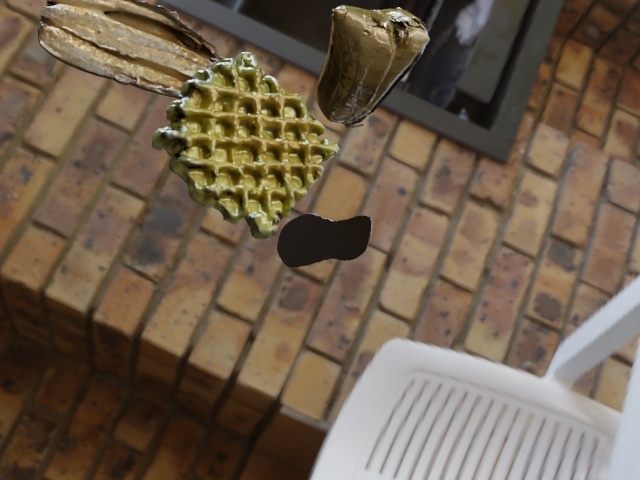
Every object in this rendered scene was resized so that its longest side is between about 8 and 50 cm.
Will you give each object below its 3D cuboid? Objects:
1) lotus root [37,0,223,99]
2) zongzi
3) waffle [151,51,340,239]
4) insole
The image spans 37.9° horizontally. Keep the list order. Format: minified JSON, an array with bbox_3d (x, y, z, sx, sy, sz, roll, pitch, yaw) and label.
[{"bbox_3d":[-0.333,-0.343,1.663,0.078,0.329,0.167,154,136,-73],"label":"lotus root"},{"bbox_3d":[0.034,-0.243,1.278,0.197,0.099,0.194,-7,-36,-50],"label":"zongzi"},{"bbox_3d":[-0.097,-0.122,1.162,0.054,0.204,0.223,-27,22,53],"label":"waffle"},{"bbox_3d":[0.000,0.000,1.345,0.253,0.005,0.086,0,71,59],"label":"insole"}]
